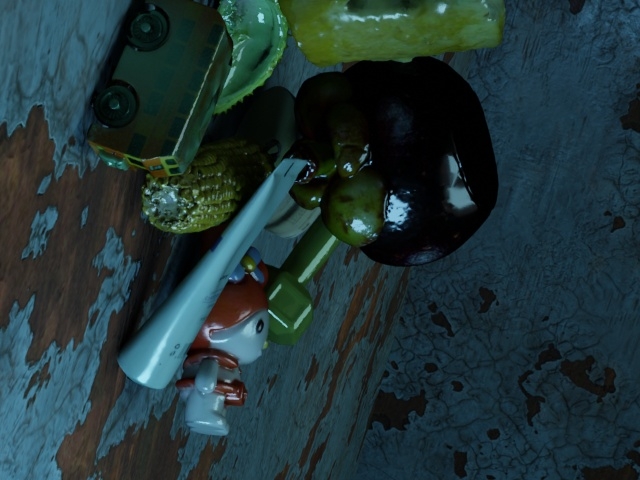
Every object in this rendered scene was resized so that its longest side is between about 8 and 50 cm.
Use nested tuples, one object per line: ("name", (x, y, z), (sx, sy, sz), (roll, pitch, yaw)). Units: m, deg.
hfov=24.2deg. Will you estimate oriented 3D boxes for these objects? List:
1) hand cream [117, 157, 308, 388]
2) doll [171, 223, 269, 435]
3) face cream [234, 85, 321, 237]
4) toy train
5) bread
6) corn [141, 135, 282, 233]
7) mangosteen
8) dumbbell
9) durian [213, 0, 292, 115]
("hand cream", (-0.118, 0.037, 1.704), (0.321, 0.067, 0.109), (-52, 170, 10))
("doll", (-0.125, 0.092, 1.854), (0.161, 0.129, 0.290), (76, 20, -73))
("face cream", (-0.051, -0.098, 2.029), (0.348, 0.081, 0.173), (26, 86, -79))
("toy train", (-0.148, -0.150, 1.410), (0.072, 0.099, 0.188), (63, 47, -74))
("bread", (0.068, -0.403, 1.604), (0.264, 0.239, 0.395), (47, 40, -74))
("corn", (-0.120, -0.062, 1.700), (0.293, 0.106, 0.106), (-35, 143, -72))
("mangosteen", (0.083, -0.098, 1.840), (0.287, 0.233, 0.288), (13, 75, -62))
("dumbbell", (0.000, 0.000, 2.011), (0.302, 0.121, 0.108), (-52, -164, -18))
("durian", (-0.086, -0.236, 1.651), (0.100, 0.086, 0.215), (-29, 140, -54))
